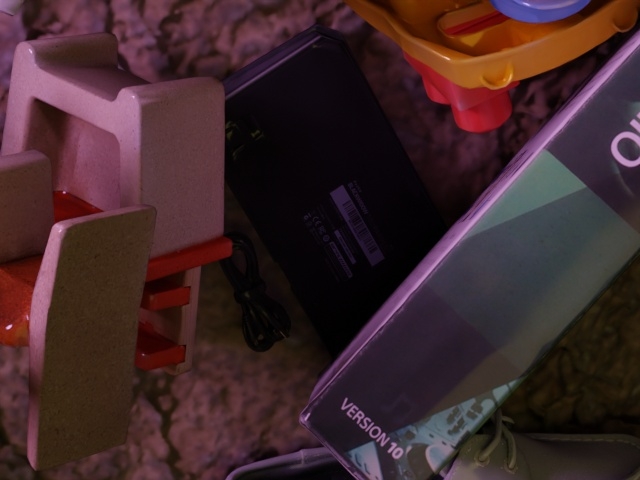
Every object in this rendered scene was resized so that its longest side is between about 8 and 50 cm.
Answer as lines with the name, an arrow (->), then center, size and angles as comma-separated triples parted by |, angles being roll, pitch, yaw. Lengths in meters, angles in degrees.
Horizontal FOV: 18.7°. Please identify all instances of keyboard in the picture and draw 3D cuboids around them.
keyboard -> 0.000, 0.000, 0.894 | 0.108, 0.023, 0.180 | -34, 114, -7

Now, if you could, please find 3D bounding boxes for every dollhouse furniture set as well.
dollhouse furniture set -> -0.157, 0.007, 0.741 | 0.259, 0.262, 0.135 | -14, 120, -44

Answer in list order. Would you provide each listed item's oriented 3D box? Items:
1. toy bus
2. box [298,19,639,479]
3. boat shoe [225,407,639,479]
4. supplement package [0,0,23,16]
toy bus -> 0.060, -0.132, 0.757 | 0.149, 0.220, 0.211 | -23, 121, -11
box -> 0.121, -0.037, 0.785 | 0.058, 0.232, 0.322 | 41, 91, 1
boat shoe -> 0.063, 0.119, 0.924 | 0.227, 0.079, 0.081 | -11, 117, -7
supplement package -> -0.169, -0.202, 0.671 | 0.194, 0.203, 0.149 | 24, 102, -21
